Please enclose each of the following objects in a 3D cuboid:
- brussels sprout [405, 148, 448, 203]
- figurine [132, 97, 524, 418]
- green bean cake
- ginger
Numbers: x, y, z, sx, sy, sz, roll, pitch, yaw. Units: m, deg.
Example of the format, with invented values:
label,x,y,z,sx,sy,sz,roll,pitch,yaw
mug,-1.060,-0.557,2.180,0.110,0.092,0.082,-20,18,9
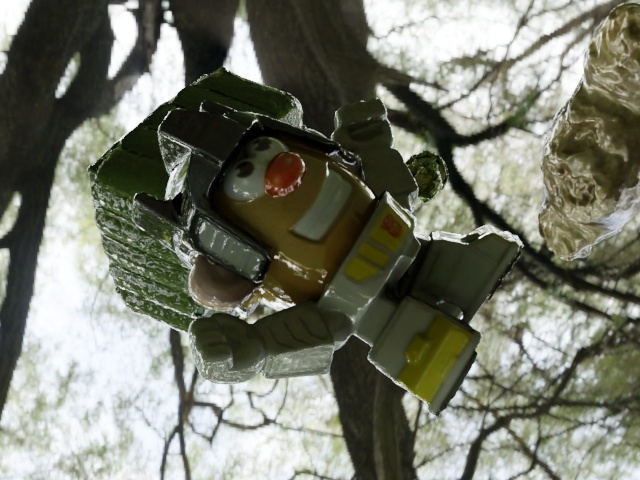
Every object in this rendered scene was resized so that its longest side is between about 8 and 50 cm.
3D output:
label,x,y,z,sx,sy,sz,roll,pitch,yaw
brussels sprout,0.142,-0.087,1.344,0.085,0.058,0.085,-6,-111,15
figurine,-0.002,0.004,0.748,0.308,0.143,0.308,17,-146,-12
green bean cake,-0.132,-0.043,1.135,0.156,0.247,0.250,21,-129,24
ginger,0.166,-0.053,0.556,0.074,0.137,0.213,16,176,9
